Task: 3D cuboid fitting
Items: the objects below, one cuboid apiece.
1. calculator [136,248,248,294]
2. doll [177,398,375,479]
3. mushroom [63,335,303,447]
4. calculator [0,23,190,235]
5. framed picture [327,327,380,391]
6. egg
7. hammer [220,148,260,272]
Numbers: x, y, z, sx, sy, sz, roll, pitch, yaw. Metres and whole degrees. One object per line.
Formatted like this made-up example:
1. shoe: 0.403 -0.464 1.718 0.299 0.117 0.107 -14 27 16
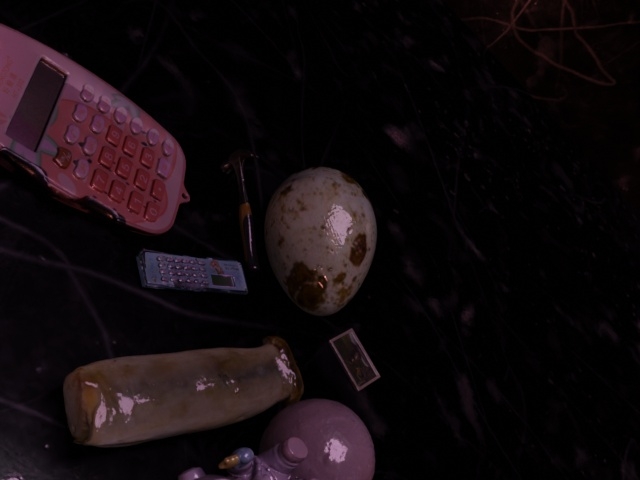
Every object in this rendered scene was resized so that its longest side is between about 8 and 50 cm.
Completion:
1. calculator: -0.170 0.043 1.012 0.172 0.018 0.057 10 56 -45
2. doll: -0.062 0.281 0.848 0.287 0.151 0.150 -17 74 -46
3. mushroom: -0.148 0.176 0.882 0.312 0.081 0.099 -2 60 -44
4. calculator: -0.309 -0.130 0.977 0.330 0.048 0.220 33 40 -30
5. framed picture: 0.052 0.183 1.152 0.066 0.007 0.089 -18 75 -52
6. egg: 0.000 0.000 1.108 0.169 0.169 0.231 21 56 -37
7. hammer: -0.110 -0.047 1.112 0.021 0.078 0.200 10 60 -41
